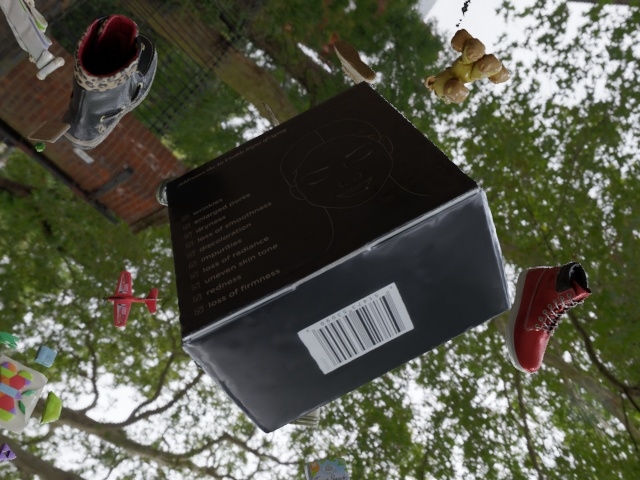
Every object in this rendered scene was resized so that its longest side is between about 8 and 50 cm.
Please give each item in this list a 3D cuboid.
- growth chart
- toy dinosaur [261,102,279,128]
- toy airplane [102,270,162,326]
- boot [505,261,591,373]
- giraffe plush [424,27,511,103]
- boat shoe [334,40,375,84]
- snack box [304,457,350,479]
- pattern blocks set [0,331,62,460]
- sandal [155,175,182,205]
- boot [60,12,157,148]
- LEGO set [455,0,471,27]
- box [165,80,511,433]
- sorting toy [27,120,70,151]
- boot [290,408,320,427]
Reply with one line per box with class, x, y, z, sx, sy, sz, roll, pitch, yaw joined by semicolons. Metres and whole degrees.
growth chart;-0.512;-0.395;0.920;0.021;0.237;0.172;-37;-149;-32
toy dinosaur;-0.068;-0.259;1.469;0.118;0.268;0.064;4;-126;19
toy airplane;-0.486;0.151;1.407;0.151;0.151;0.028;-57;176;-23
boot;0.497;0.167;1.171;0.176;0.088;0.244;157;-52;-66
giraffe plush;0.375;-0.447;1.460;0.170;0.181;0.210;-46;-161;19
boat shoe;0.089;-0.495;1.542;0.063;0.170;0.059;-23;158;-26
snack box;0.026;0.608;1.315;0.037;0.100;0.141;119;-34;-43
pattern blocks set;-0.773;0.376;1.336;0.026;0.285;0.324;-34;-134;24
sandal;-0.510;-0.178;1.901;0.303;0.086;0.120;0;98;-80
boot;-0.482;-0.422;1.292;0.284;0.138;0.377;-37;-156;56
LEGO set;0.375;-0.604;1.430;0.083;0.023;0.054;-60;176;10
box;0.000;0.000;1.004;0.480;0.297;0.471;-27;-141;1
sorting toy;-0.532;-0.201;1.048;0.062;0.012;0.083;12;-129;17
boot;-0.090;0.451;1.596;0.213;0.077;0.165;12;-96;12
